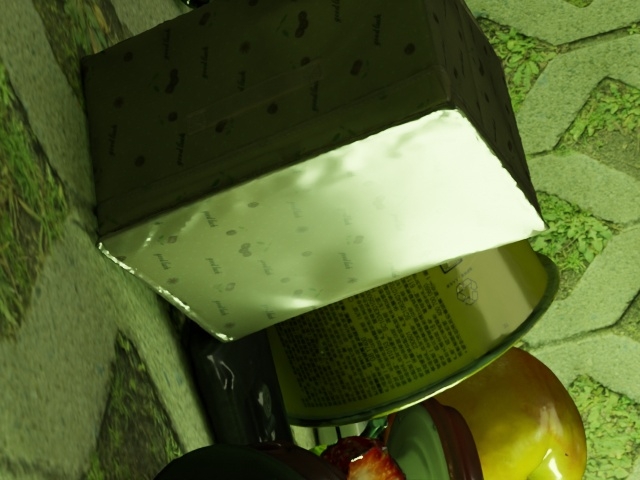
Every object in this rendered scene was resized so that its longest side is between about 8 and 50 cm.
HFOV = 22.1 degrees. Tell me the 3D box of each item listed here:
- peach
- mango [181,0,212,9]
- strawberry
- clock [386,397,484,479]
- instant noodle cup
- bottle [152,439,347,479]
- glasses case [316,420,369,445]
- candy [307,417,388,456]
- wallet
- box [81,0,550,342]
[{"bbox_3d":[0.219,0.283,2.343,0.308,0.289,0.289,43,-19,48],"label":"peach"},{"bbox_3d":[-0.133,-0.310,1.707,0.165,0.074,0.091,65,11,-51],"label":"mango"},{"bbox_3d":[0.016,0.275,1.516,0.175,0.106,0.236,1,107,-50],"label":"strawberry"},{"bbox_3d":[0.119,0.343,1.936,0.318,0.080,0.318,-179,-90,-78],"label":"clock"},{"bbox_3d":[0.037,-0.007,1.598,0.254,0.325,0.325,62,12,-17],"label":"instant noodle cup"},{"bbox_3d":[-0.038,0.226,1.191,0.156,0.143,0.271,-65,166,-5],"label":"bottle"},{"bbox_3d":[0.031,0.236,1.881,0.092,0.059,0.233,48,27,-68],"label":"glasses case"},{"bbox_3d":[0.024,0.213,1.586,0.077,0.073,0.262,62,-21,15],"label":"candy"},{"bbox_3d":[-0.061,0.162,1.471,0.168,0.052,0.245,-78,155,-64],"label":"wallet"},{"bbox_3d":[-0.004,-0.077,1.291,0.225,0.297,0.190,44,31,-54],"label":"box"}]
